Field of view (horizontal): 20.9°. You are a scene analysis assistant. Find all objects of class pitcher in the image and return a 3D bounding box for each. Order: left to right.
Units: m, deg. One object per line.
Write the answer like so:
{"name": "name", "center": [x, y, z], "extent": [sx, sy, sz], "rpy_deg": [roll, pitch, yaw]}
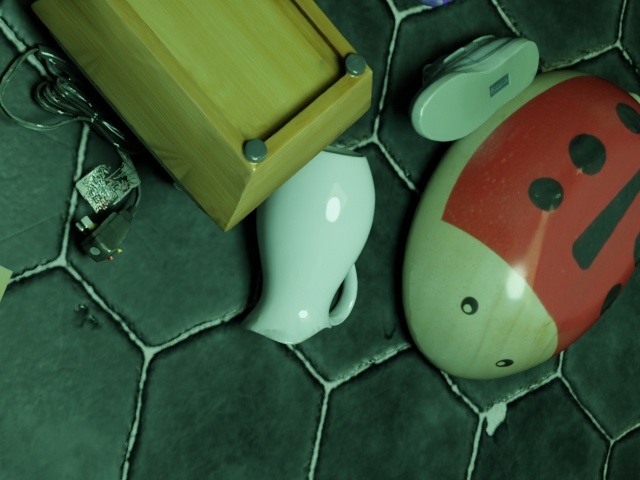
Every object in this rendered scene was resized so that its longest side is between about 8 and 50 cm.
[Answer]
{"name": "pitcher", "center": [0.000, 0.000, 1.892], "extent": [0.177, 0.125, 0.207], "rpy_deg": [-4, 109, -60]}

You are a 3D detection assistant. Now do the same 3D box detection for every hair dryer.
{"name": "hair dryer", "center": [-0.163, -0.136, 1.753], "extent": [0.293, 0.080, 0.224], "rpy_deg": [-39, 116, -32]}

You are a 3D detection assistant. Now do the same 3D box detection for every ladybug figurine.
{"name": "ladybug figurine", "center": [0.278, -0.024, 2.081], "extent": [0.449, 0.162, 0.305], "rpy_deg": [-53, 124, -23]}

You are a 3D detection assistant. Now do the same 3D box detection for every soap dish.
{"name": "soap dish", "center": [-0.103, -0.189, 1.704], "extent": [0.291, 0.118, 0.229], "rpy_deg": [49, 58, -2]}

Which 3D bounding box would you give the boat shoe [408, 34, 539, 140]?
{"name": "boat shoe", "center": [0.163, -0.181, 2.023], "extent": [0.227, 0.081, 0.079], "rpy_deg": [-32, 128, -40]}

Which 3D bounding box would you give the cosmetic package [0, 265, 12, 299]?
{"name": "cosmetic package", "center": [-0.345, 0.069, 1.646], "extent": [0.060, 0.041, 0.115], "rpy_deg": [29, 76, -38]}

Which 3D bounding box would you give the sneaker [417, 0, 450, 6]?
{"name": "sneaker", "center": [0.212, -0.377, 2.027], "extent": [0.146, 0.102, 0.293], "rpy_deg": [39, 70, -36]}
